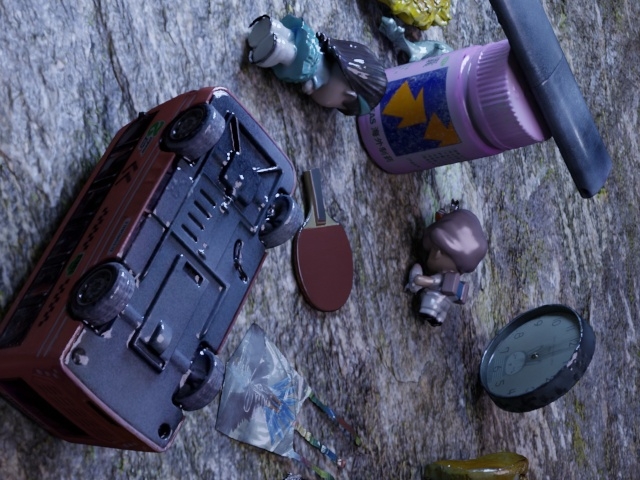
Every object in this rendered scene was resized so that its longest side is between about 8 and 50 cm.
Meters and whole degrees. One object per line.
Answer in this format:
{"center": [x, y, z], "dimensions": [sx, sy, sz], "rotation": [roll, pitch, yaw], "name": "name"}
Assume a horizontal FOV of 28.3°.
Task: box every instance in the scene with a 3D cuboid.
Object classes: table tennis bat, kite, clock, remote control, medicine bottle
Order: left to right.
{"center": [-0.033, 0.251, 1.842], "dimensions": [0.310, 0.015, 0.169], "rotation": [39, 54, -39], "name": "kite"}
{"center": [0.000, 0.000, 1.931], "dimensions": [0.130, 0.019, 0.221], "rotation": [-8, 90, -51], "name": "table tennis bat"}
{"center": [0.220, -0.213, 2.029], "dimensions": [0.178, 0.290, 0.178], "rotation": [13, 73, -48], "name": "medicine bottle"}
{"center": [0.370, 0.200, 2.189], "dimensions": [0.042, 0.215, 0.215], "rotation": [48, 49, -26], "name": "clock"}
{"center": [0.350, -0.243, 1.926], "dimensions": [0.378, 0.044, 0.107], "rotation": [59, 40, -25], "name": "remote control"}

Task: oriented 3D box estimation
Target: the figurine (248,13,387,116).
{"center": [-0.002, -0.273, 1.923], "dimensions": [0.245, 0.110, 0.138], "rotation": [20, 43, -42], "name": "figurine"}

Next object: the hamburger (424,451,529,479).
{"center": [0.256, 0.408, 2.049], "dimensions": [0.185, 0.177, 0.113], "rotation": [-8, 96, -78], "name": "hamburger"}

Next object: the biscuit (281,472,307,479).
{"center": [-0.049, 0.362, 1.788], "dimensions": [0.089, 0.027, 0.087], "rotation": [46, 50, -34], "name": "biscuit"}

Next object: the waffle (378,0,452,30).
{"center": [0.137, -0.479, 2.145], "dimensions": [0.243, 0.058, 0.238], "rotation": [32, 50, -40], "name": "waffle"}

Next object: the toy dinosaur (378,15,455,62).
{"center": [0.238, -0.291, 2.218], "dimensions": [0.383, 0.076, 0.129], "rotation": [24, 24, -49], "name": "toy dinosaur"}

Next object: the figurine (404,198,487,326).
{"center": [0.216, 0.031, 2.124], "dimensions": [0.137, 0.112, 0.229], "rotation": [37, 65, -46], "name": "figurine"}

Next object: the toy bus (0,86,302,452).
{"center": [-0.205, 0.031, 1.515], "dimensions": [0.203, 0.233, 0.427], "rotation": [49, 51, -33], "name": "toy bus"}
